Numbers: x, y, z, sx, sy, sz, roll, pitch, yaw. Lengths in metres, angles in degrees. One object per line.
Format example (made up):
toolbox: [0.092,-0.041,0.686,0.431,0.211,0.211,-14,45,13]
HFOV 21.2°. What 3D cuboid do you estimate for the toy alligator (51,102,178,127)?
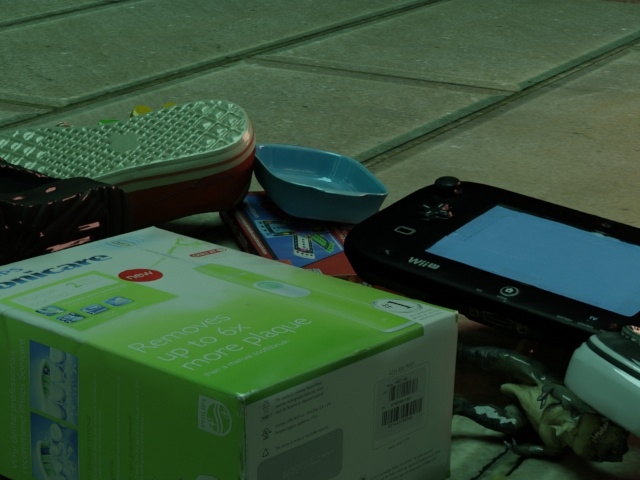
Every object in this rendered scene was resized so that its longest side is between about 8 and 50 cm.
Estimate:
toy alligator: [-0.208,-0.114,1.907,0.190,0.056,0.051,-9,60,-33]

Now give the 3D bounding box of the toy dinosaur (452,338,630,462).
toy dinosaur: [0.132,0.103,1.194,0.118,0.064,0.268,8,14,-8]

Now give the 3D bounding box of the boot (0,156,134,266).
boot: [-0.348,-0.011,1.390,0.260,0.131,0.348,18,12,27]

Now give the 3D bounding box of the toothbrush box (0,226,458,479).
toothbrush box: [-0.084,0.091,1.103,0.283,0.122,0.206,14,20,39]

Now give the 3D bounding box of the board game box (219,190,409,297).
board game box: [0.000,0.000,1.579,0.145,0.027,0.281,-1,17,-13]

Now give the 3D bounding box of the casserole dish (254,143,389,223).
casserole dish: [-0.005,-0.053,1.624,0.114,0.037,0.188,6,14,-16]

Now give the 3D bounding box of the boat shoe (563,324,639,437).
boat shoe: [0.319,0.101,1.036,0.335,0.119,0.121,18,8,20]

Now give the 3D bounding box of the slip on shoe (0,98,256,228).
slip on shoe: [-0.220,-0.049,1.619,0.331,0.101,0.123,-11,44,1]

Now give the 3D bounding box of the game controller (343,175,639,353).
game controller: [0.175,0.024,1.254,0.319,0.067,0.166,18,23,35]

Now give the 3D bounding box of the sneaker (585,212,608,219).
sneaker: [0.236,0.042,1.334,0.267,0.101,0.106,6,20,18]
